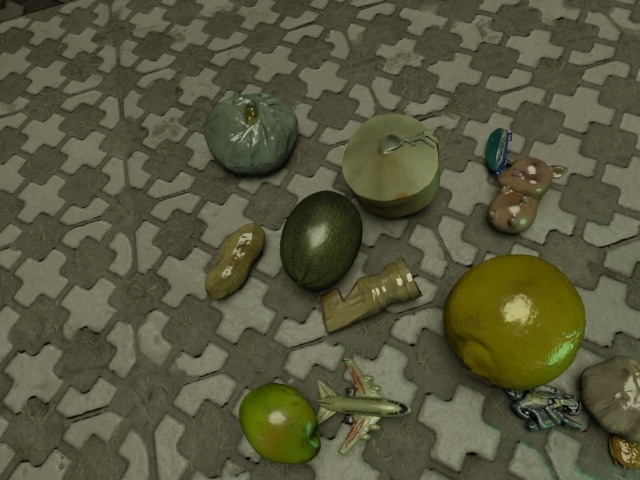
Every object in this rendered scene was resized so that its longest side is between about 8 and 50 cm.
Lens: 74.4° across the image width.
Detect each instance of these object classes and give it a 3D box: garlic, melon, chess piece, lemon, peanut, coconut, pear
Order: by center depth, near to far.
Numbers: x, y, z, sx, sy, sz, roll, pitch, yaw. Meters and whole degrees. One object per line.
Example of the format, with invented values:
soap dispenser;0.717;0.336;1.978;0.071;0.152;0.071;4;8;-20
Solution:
garlic;0.759;0.357;1.007;0.218;0.212;0.219;1;48;-2
lemon;0.482;0.197;1.064;0.347;0.348;0.348;-3;64;6
pear;-0.095;0.469;1.082;0.219;0.187;0.188;22;69;28
chess piece;0.138;0.168;1.245;0.300;0.137;0.137;-27;64;6
melon;0.000;0.000;1.263;0.237;0.237;0.302;16;68;14
coconut;0.220;-0.231;1.305;0.322;0.323;0.323;-3;64;6
peanut;-0.277;0.062;1.339;0.125;0.111;0.275;22;69;21

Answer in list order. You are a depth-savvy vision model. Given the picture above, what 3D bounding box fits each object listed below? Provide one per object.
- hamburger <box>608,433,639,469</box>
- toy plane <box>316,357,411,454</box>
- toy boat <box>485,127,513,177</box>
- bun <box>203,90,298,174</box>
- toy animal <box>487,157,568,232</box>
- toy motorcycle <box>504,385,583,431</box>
hamburger;0.753;0.514;1.033;0.076;0.044;0.083;-1;62;4
toy plane;0.108;0.439;1.117;0.255;0.104;0.242;3;63;8
toy boat;0.616;-0.283;1.415;0.110;0.091;0.175;21;70;-13
bun;-0.257;-0.402;1.510;0.354;0.194;0.355;-2;63;4
toy animal;0.617;-0.139;1.300;0.166;0.154;0.250;29;89;30
toy motorcycle;0.568;0.434;1.084;0.193;0.061;0.124;14;66;16
